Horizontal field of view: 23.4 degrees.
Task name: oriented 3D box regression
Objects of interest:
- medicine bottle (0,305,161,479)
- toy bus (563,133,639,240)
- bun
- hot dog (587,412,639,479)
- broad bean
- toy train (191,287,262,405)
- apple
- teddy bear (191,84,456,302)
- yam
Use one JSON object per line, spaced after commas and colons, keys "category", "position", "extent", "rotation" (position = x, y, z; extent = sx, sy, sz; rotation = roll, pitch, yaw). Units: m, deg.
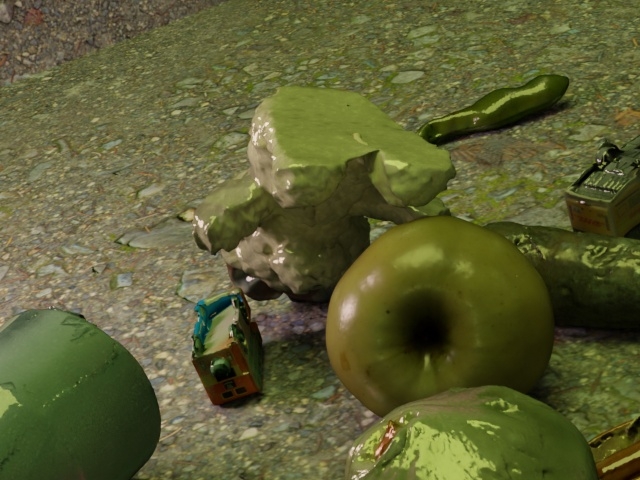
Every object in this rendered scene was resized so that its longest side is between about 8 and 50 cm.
{"category": "medicine bottle", "position": [-0.357, 0.248, 1.756], "extent": [0.245, 0.245, 0.290], "rotation": [0, 28, 32]}
{"category": "toy bus", "position": [0.483, -0.102, 2.119], "extent": [0.342, 0.138, 0.097], "rotation": [-31, 27, -28]}
{"category": "bun", "position": [0.118, 0.240, 1.510], "extent": [0.293, 0.187, 0.293], "rotation": [-23, 26, 12]}
{"category": "hot dog", "position": [0.420, 0.195, 1.572], "extent": [0.337, 0.100, 0.135], "rotation": [-19, 24, -5]}
{"category": "broad bean", "position": [0.276, -0.204, 2.569], "extent": [0.318, 0.056, 0.098], "rotation": [-27, 32, -12]}
{"category": "toy train", "position": [-0.123, 0.140, 2.022], "extent": [0.072, 0.099, 0.188], "rotation": [-16, 25, 6]}
{"category": "apple", "position": [0.137, 0.091, 1.791], "extent": [0.262, 0.262, 0.262], "rotation": [-13, 24, 6]}
{"category": "teddy bear", "position": [0.000, 0.000, 1.960], "extent": [0.327, 0.362, 0.375], "rotation": [-1, 26, -16]}
{"category": "yam", "position": [0.317, 0.046, 1.918], "extent": [0.330, 0.133, 0.133], "rotation": [4, 31, 36]}
